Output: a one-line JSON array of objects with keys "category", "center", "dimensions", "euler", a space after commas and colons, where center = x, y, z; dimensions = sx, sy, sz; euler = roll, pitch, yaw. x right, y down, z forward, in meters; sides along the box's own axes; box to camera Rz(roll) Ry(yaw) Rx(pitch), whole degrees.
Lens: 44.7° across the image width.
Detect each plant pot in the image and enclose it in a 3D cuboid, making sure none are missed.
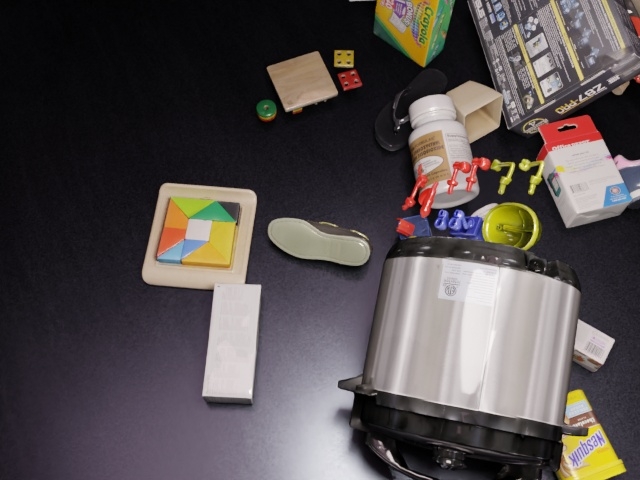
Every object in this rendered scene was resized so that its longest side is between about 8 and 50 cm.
[{"category": "plant pot", "center": [0.345, -0.304, 1.801], "dimensions": [0.109, 0.109, 0.096], "euler": [-30, 58, -13]}]

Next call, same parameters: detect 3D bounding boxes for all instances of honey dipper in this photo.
[{"category": "honey dipper", "center": [0.758, -0.414, 1.895], "dimensions": [0.030, 0.030, 0.160], "euler": [35, 65, 15]}]

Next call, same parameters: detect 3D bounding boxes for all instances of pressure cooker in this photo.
[{"category": "pressure cooker", "center": [0.253, 0.229, 1.393], "dimensions": [0.376, 0.370, 0.420], "euler": [18, 77, -33]}]

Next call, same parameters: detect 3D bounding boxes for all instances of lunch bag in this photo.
[{"category": "lunch bag", "center": [0.207, -0.006, 1.681], "dimensions": [0.067, 0.065, 0.098], "euler": [-10, 66, 12]}]

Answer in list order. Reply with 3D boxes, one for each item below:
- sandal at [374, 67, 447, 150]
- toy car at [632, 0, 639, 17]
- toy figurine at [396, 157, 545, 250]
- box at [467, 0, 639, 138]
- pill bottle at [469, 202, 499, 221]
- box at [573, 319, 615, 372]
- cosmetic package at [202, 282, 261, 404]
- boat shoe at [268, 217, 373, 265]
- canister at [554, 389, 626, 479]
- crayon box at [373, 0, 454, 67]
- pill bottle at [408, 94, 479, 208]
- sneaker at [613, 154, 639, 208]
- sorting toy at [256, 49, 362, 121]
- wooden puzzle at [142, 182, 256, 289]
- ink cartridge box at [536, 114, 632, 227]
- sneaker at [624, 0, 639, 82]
[{"category": "sandal", "center": [0.208, -0.319, 1.829], "dimensions": [0.097, 0.054, 0.254], "euler": [30, 69, 13]}, {"category": "toy car", "center": [0.708, -0.655, 1.922], "dimensions": [0.219, 0.210, 0.238], "euler": [-17, 53, 5]}, {"category": "toy figurine", "center": [0.350, -0.034, 1.531], "dimensions": [0.217, 0.363, 0.191], "euler": [24, 77, -33]}, {"category": "box", "center": [0.528, -0.481, 1.782], "dimensions": [0.097, 0.318, 0.394], "euler": [14, 55, -42]}, {"category": "pill bottle", "center": [0.383, -0.004, 1.673], "dimensions": [0.078, 0.078, 0.137], "euler": [-23, 67, -10]}, {"category": "box", "center": [0.440, 0.156, 1.608], "dimensions": [0.324, 0.063, 0.067], "euler": [30, 67, 12]}, {"category": "cosmetic package", "center": [-0.177, 0.208, 1.581], "dimensions": [0.099, 0.060, 0.239], "euler": [4, 65, -1]}, {"category": "boat shoe", "center": [0.000, 0.000, 1.677], "dimensions": [0.228, 0.069, 0.081], "euler": [16, 106, 11]}, {"category": "canister", "center": [0.488, 0.387, 1.499], "dimensions": [0.126, 0.073, 0.170], "euler": [-18, 65, -9]}, {"category": "crayon box", "center": [0.220, -0.553, 1.814], "dimensions": [0.165, 0.278, 0.081], "euler": [38, 69, 16]}, {"category": "pill bottle", "center": [0.264, -0.197, 1.718], "dimensions": [0.131, 0.131, 0.229], "euler": [-8, 73, -4]}, {"category": "sneaker", "center": [0.809, -0.179, 1.739], "dimensions": [0.319, 0.112, 0.131], "euler": [-17, 69, -9]}, {"category": "sorting toy", "center": [-0.035, -0.373, 1.857], "dimensions": [0.275, 0.046, 0.132], "euler": [-20, 67, -9]}, {"category": "wooden puzzle", "center": [-0.261, -0.013, 1.691], "dimensions": [0.221, 0.044, 0.238], "euler": [5, 66, 1]}, {"category": "ink cartridge box", "center": [0.578, -0.157, 1.745], "dimensions": [0.134, 0.078, 0.231], "euler": [-13, 66, -7]}, {"category": "sneaker", "center": [0.712, -0.425, 1.839], "dimensions": [0.145, 0.090, 0.270], "euler": [-26, 90, 22]}]
